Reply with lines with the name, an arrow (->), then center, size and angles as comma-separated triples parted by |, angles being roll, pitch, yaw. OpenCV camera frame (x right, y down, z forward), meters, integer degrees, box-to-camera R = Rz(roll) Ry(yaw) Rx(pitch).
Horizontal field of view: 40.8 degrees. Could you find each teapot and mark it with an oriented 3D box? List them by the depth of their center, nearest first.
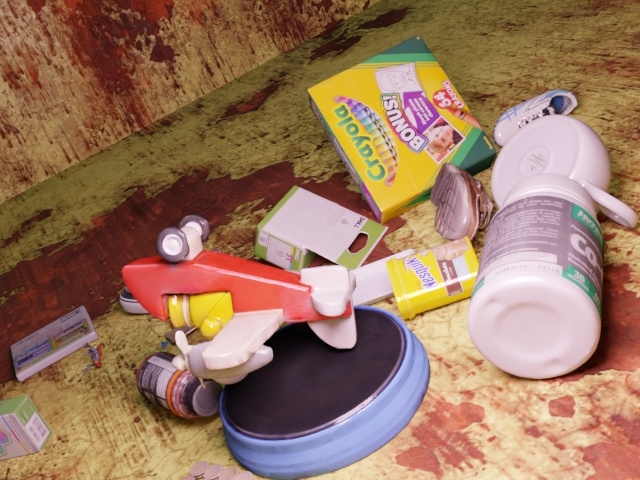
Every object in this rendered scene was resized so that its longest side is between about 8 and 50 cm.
teapot -> 0.481, -0.112, 1.706 | 0.252, 0.187, 0.256 | -28, 45, 40

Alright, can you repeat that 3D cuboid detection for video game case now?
video game case -> -0.675, 0.257, 2.176 | 0.212, 0.023, 0.193 | -30, 26, -13

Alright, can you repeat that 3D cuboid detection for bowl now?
bowl -> -0.001, 0.253, 1.530 | 0.391, 0.077, 0.391 | -20, 26, 10

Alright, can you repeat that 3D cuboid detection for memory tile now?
memory tile -> -0.189, 0.420, 1.445 | 0.148, 0.012, 0.113 | -1, 34, 41

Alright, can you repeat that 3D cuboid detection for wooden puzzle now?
wooden puzzle -> -0.315, 0.208, 1.968 | 0.116, 0.014, 0.078 | -31, 22, -14

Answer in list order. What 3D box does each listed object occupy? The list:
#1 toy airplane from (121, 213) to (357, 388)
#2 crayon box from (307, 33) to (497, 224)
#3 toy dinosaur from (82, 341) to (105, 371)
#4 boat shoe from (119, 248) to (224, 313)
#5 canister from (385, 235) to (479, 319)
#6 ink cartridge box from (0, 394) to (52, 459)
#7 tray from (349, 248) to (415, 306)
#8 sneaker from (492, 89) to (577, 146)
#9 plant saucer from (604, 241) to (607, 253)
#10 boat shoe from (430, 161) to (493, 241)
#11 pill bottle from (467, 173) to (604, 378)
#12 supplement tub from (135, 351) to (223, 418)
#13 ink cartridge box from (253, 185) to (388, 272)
toy airplane -> -0.120, 0.134, 1.533 | 0.386, 0.272, 0.384 | 3, 18, -38
crayon box -> 0.191, -0.271, 2.076 | 0.313, 0.363, 0.106 | -28, -17, -9
toy dinosaur -> -0.522, 0.266, 2.008 | 0.090, 0.047, 0.082 | -30, 42, -35
boat shoe -> -0.358, 0.086, 2.114 | 0.335, 0.119, 0.121 | -15, 27, 19
canister -> 0.222, 0.070, 1.662 | 0.170, 0.073, 0.126 | -19, 50, 6
ink cartridge box -> -0.681, 0.401, 1.802 | 0.209, 0.109, 0.062 | -15, 26, 19
tray -> 0.081, 0.104, 1.800 | 0.270, 0.030, 0.145 | -21, 26, 8
sneaker -> 0.530, -0.307, 2.136 | 0.237, 0.085, 0.086 | -31, 15, -12
plant saucer -> 0.498, 0.014, 1.625 | 0.083, 0.015, 0.083 | -19, 26, 10
boat shoe -> 0.312, -0.078, 1.830 | 0.116, 0.123, 0.324 | 21, 24, -6
pill bottle -> 0.372, 0.044, 1.457 | 0.204, 0.204, 0.361 | -11, 29, 25
supplement tub -> -0.269, 0.284, 1.672 | 0.106, 0.106, 0.198 | -40, 30, -29
ink cartridge box -> 0.000, 0.000, 2.018 | 0.255, 0.097, 0.189 | 25, 44, 14
